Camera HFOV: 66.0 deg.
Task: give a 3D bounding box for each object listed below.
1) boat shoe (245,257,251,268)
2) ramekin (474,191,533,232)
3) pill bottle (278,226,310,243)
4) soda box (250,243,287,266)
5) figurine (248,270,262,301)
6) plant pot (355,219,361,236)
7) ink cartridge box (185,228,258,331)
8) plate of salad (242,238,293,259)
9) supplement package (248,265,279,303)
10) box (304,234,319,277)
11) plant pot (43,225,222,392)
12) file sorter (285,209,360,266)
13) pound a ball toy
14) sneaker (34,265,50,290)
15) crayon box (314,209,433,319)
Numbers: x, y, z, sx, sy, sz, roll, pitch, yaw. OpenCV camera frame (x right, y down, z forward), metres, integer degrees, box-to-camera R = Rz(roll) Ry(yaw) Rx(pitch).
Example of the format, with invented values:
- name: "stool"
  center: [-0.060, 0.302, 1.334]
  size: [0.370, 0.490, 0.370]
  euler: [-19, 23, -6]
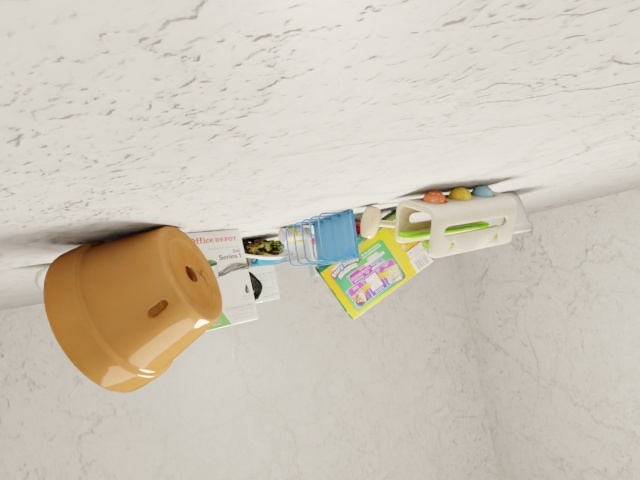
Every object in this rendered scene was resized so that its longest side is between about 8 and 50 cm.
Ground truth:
- name: "boat shoe"
  center: [-0.296, 0.055, 1.487]
  size: [0.177, 0.064, 0.060]
  euler: [6, -161, 0]
- name: "ramekin"
  center: [0.513, -0.066, 1.547]
  size: [0.272, 0.127, 0.273]
  euler: [-10, 176, -1]
- name: "pill bottle"
  center: [-0.068, -0.017, 1.317]
  size: [0.083, 0.044, 0.043]
  euler: [-7, 175, -36]
- name: "soda box"
  center: [-0.198, 0.052, 1.747]
  size: [0.067, 0.071, 0.210]
  euler: [-11, 176, 22]
- name: "figurine"
  center: [-0.307, 0.096, 1.418]
  size: [0.214, 0.210, 0.092]
  euler: [-12, -145, 27]
- name: "plant pot"
  center: [0.117, 0.033, 1.492]
  size: [0.191, 0.191, 0.174]
  euler: [-11, -179, 14]
- name: "ink cartridge box"
  center: [-0.248, 0.090, 1.120]
  size: [0.160, 0.220, 0.092]
  euler: [-8, 172, -45]
- name: "plate of salad"
  center: [-0.178, 0.020, 1.454]
  size: [0.199, 0.048, 0.200]
  euler: [8, -172, -1]
- name: "supplement package"
  center: [-0.275, 0.148, 1.957]
  size: [0.149, 0.203, 0.194]
  euler: [-9, 177, -25]
- name: "box"
  center: [0.037, 0.044, 1.726]
  size: [0.186, 0.145, 0.038]
  euler: [-9, 175, -34]
- name: "plant pot"
  center: [-0.323, 0.104, 0.921]
  size: [0.203, 0.291, 0.291]
  euler: [-28, 173, 8]
- name: "file sorter"
  center: [0.000, 0.000, 1.217]
  size: [0.104, 0.118, 0.170]
  euler: [-4, 173, -34]
- name: "pound a ball toy"
  center: [0.277, -0.065, 1.166]
  size: [0.318, 0.136, 0.208]
  euler: [-8, -159, -30]
- name: "sneaker"
  center: [-0.620, 0.090, 1.228]
  size: [0.094, 0.080, 0.212]
  euler: [1, -177, 28]
- name: "crayon box"
  center: [0.146, 0.063, 1.341]
  size: [0.278, 0.165, 0.081]
  euler: [-35, -166, -2]
